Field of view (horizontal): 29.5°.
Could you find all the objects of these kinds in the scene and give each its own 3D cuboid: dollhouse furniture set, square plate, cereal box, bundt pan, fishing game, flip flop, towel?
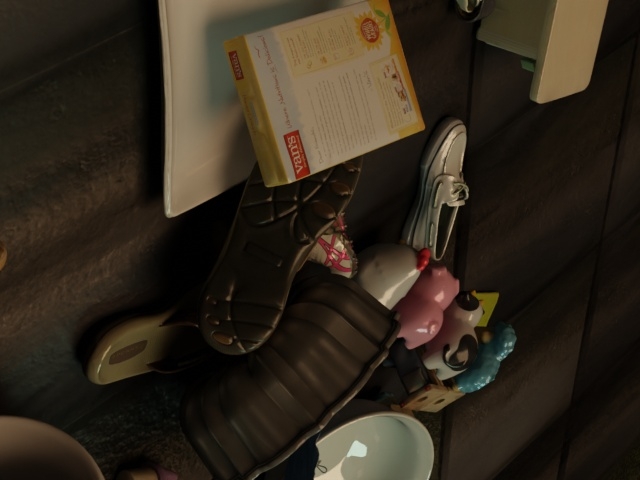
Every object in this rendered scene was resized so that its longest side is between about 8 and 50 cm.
[{"bbox_3d":[0.115,0.244,2.032,0.183,0.129,0.129,-36,153,21],"label":"dollhouse furniture set"},{"bbox_3d":[-0.064,-0.237,1.429,0.347,0.049,0.344,-30,138,-36],"label":"square plate"},{"bbox_3d":[0.009,-0.177,1.415,0.240,0.047,0.173,-23,101,-40],"label":"cereal box"},{"bbox_3d":[-0.055,0.164,1.591,0.331,0.124,0.331,-41,-173,6],"label":"bundt pan"},{"bbox_3d":[-0.019,0.323,1.688,0.041,0.189,0.264,7,85,-13],"label":"fishing game"},{"bbox_3d":[-0.176,0.122,1.544,0.277,0.080,0.112,-20,132,-46],"label":"flip flop"},{"bbox_3d":[0.247,0.140,2.183,0.237,0.021,0.102,2,115,-54],"label":"towel"}]

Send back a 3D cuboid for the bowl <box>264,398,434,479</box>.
[{"bbox_3d":[0.023,0.357,1.926,0.297,0.134,0.298,-18,128,-24],"label":"bowl"}]

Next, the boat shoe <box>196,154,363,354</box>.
[{"bbox_3d":[-0.059,-0.014,1.500,0.324,0.122,0.120,-59,-174,-7],"label":"boat shoe"}]

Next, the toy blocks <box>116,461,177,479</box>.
[{"bbox_3d":[-0.138,0.457,1.691,0.260,0.288,0.309,3,112,-50],"label":"toy blocks"}]

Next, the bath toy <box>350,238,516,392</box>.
[{"bbox_3d":[0.179,0.102,1.907,0.129,0.151,0.348,-31,135,20],"label":"bath toy"}]

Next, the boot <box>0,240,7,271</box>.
[{"bbox_3d":[-0.429,0.106,1.221,0.248,0.090,0.207,-31,150,-38],"label":"boot"}]

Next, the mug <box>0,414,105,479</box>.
[{"bbox_3d":[-0.395,0.409,1.359,0.374,0.276,0.328,-13,141,-10],"label":"mug"}]

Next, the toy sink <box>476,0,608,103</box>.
[{"bbox_3d":[0.328,-0.341,1.793,0.152,0.131,0.234,-21,127,-44],"label":"toy sink"}]

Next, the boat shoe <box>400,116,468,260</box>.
[{"bbox_3d":[0.196,-0.077,1.883,0.083,0.075,0.226,-17,129,-46],"label":"boat shoe"}]

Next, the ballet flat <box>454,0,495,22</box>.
[{"bbox_3d":[0.209,-0.382,1.658,0.074,0.074,0.203,-38,145,-28],"label":"ballet flat"}]

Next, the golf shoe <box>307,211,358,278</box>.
[{"bbox_3d":[0.000,0.000,1.709,0.086,0.067,0.186,-24,142,-3],"label":"golf shoe"}]
